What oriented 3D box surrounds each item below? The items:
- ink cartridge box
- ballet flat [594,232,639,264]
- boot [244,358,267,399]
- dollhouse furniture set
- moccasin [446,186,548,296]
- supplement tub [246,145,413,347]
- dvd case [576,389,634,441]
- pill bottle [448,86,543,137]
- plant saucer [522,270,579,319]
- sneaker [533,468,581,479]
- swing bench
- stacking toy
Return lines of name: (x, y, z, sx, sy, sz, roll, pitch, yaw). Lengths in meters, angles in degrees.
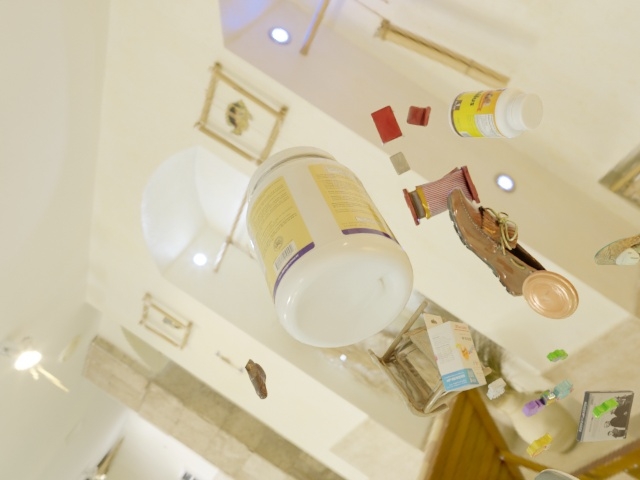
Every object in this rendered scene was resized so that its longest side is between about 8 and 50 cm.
ink cartridge box: (0.303, 0.244, 1.363, 0.062, 0.181, 0.104, -26, -24, 28)
ballet flat: (0.795, 0.022, 1.517, 0.206, 0.067, 0.073, -24, -45, -7)
boot: (-0.156, 0.302, 1.402, 0.037, 0.106, 0.114, -24, -44, -6)
dollhouse furniture set: (0.307, -0.248, 1.794, 0.201, 0.374, 0.152, -23, 0, 11)
moccasin: (0.476, -0.004, 1.611, 0.147, 0.380, 0.139, -35, 17, 29)
supplement tub: (0.000, 0.000, 1.092, 0.241, 0.241, 0.331, -57, 36, 27)
dvd case: (1.015, 0.622, 2.140, 0.030, 0.239, 0.179, 17, 99, 63)
pill bottle: (0.424, -0.309, 1.463, 0.215, 0.117, 0.117, 13, 65, 55)
plant saucer: (0.343, 0.084, 0.903, 0.013, 0.083, 0.083, -37, -14, -39)
sneaker: (0.435, 0.500, 1.060, 0.123, 0.178, 0.295, -57, 25, 6)
swing bench: (0.323, 0.369, 1.827, 0.255, 0.165, 0.253, -44, 42, 6)
stacking toy: (0.496, 0.345, 1.306, 0.221, 0.167, 0.052, -24, -42, -12)
